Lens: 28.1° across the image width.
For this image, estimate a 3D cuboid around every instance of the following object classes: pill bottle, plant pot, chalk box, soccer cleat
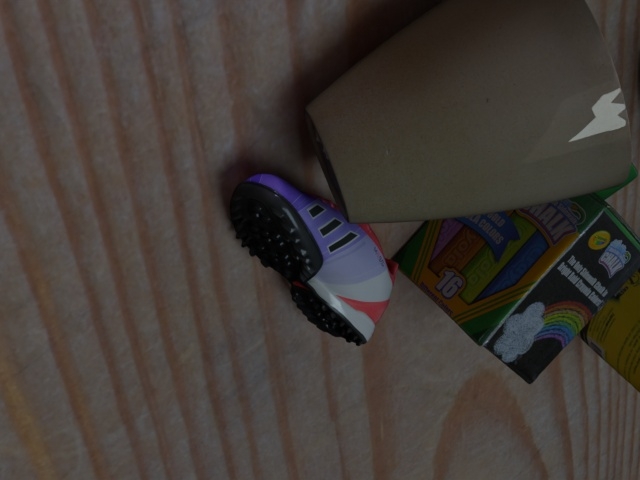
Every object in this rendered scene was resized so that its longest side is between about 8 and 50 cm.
[{"bbox_3d":[0.546,0.166,1.878,0.188,0.334,0.188,-26,141,-24],"label":"pill bottle"},{"bbox_3d":[0.132,-0.123,1.296,0.274,0.256,0.256,-22,141,-3],"label":"plant pot"},{"bbox_3d":[0.270,-0.002,1.579,0.289,0.179,0.180,-48,143,4],"label":"chalk box"},{"bbox_3d":[0.000,0.000,1.398,0.116,0.108,0.318,-58,145,-16],"label":"soccer cleat"}]
